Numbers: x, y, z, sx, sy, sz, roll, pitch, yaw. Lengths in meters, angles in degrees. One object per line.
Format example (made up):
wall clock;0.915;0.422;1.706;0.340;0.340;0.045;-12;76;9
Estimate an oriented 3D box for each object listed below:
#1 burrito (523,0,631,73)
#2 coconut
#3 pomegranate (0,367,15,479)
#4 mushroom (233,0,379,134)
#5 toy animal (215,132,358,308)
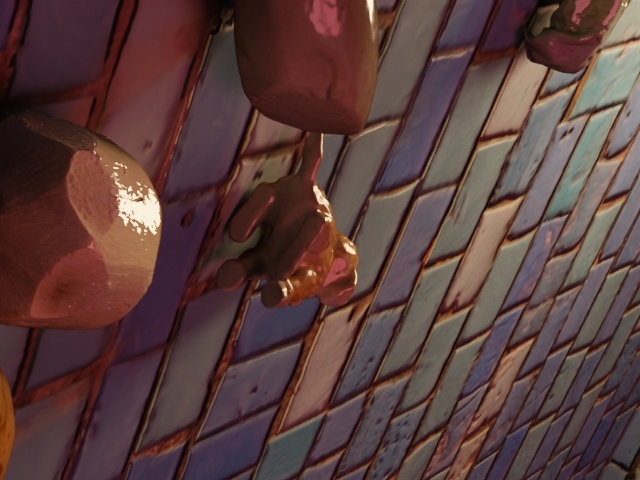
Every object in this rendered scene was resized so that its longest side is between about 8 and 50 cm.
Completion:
burrito;0.330;-0.303;1.783;0.144;0.089;0.228;-6;125;-55
coconut;-0.205;-0.013;1.116;0.161;0.161;0.162;-55;153;2
pomegranate;-0.314;0.115;1.031;0.215;0.215;0.215;-41;152;-27
mushroom;-0.009;-0.211;1.242;0.128;0.128;0.350;-36;147;-34
toy animal;-0.002;-0.013;1.546;0.185;0.104;0.183;17;100;-60
